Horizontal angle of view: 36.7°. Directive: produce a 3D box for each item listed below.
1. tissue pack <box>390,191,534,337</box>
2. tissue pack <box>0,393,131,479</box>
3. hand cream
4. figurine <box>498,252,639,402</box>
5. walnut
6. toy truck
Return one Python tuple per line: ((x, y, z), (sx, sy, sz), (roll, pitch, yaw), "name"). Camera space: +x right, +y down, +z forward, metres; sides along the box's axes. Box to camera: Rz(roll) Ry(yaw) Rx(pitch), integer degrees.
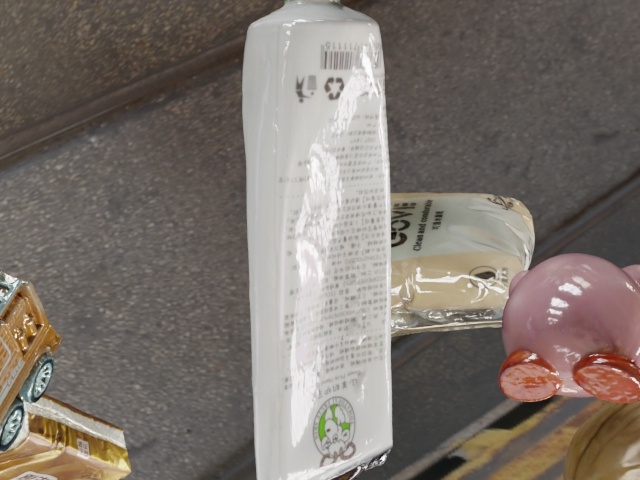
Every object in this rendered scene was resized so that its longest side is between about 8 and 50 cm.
((0.141, 0.049, 1.445), (0.375, 0.389, 0.195), (-60, 145, -66), "tissue pack")
((-0.389, 0.277, 1.273), (0.226, 0.183, 0.092), (44, 26, -57), "tissue pack")
((0.000, 0.000, 0.586), (0.121, 0.076, 0.336), (-10, 102, -43), "hand cream")
((0.289, 0.095, 1.096), (0.173, 0.173, 0.173), (3, 83, -31), "figurine")
((0.465, 0.315, 1.211), (0.312, 0.252, 0.277), (-6, 69, 0), "walnut")
((-0.373, 0.168, 0.903), (0.136, 0.162, 0.305), (18, 56, 6), "toy truck")
